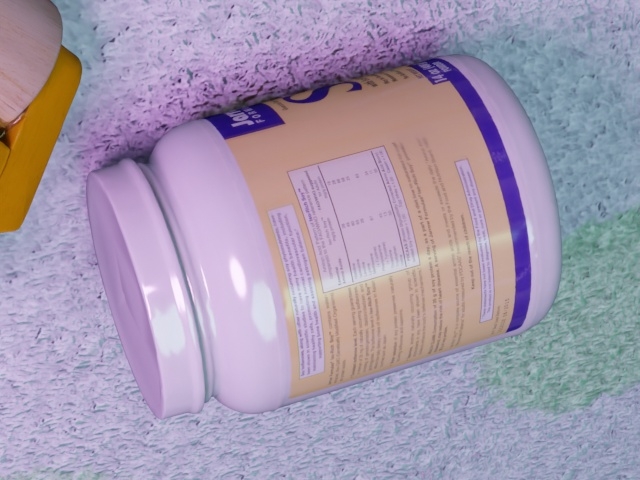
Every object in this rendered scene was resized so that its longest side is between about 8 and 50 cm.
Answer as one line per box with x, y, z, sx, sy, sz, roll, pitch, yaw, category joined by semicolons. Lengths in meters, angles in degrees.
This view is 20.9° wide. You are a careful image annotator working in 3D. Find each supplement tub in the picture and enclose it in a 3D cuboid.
0.000;0.000;1.393;0.331;0.241;0.241;-16;134;-15;supplement tub

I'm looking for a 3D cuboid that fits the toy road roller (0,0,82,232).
-0.347;-0.062;1.222;0.202;0.241;0.329;36;69;-43;toy road roller
